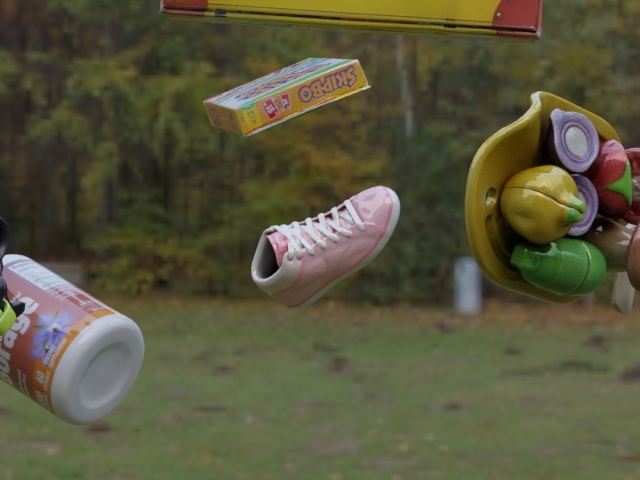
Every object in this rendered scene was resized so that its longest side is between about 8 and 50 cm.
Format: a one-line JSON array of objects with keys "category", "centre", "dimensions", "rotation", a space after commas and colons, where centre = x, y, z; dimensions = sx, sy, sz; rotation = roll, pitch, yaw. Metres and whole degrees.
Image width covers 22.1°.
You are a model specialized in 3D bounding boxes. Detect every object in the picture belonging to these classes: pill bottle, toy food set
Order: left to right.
[{"category": "pill bottle", "centre": [-0.293, 0.089, 1.661], "dimensions": [0.216, 0.121, 0.121], "rotation": [27, 14, 29]}, {"category": "toy food set", "centre": [0.183, -0.018, 1.054], "dimensions": [0.071, 0.128, 0.218], "rotation": [12, -2, 41]}]

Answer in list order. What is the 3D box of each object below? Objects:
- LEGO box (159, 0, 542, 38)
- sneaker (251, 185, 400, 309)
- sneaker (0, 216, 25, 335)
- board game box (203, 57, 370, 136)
[{"category": "LEGO box", "centre": [0.055, -0.465, 2.188], "dimensions": [0.500, 0.372, 0.193], "rotation": [5, 4, 3]}, {"category": "sneaker", "centre": [0.000, 0.000, 1.323], "dimensions": [0.134, 0.051, 0.070], "rotation": [-42, -40, 17]}, {"category": "sneaker", "centre": [-0.261, 0.014, 1.154], "dimensions": [0.097, 0.084, 0.235], "rotation": [-32, 40, -5]}, {"category": "board game box", "centre": [-0.037, -0.140, 1.580], "dimensions": [0.124, 0.039, 0.259], "rotation": [-23, 13, -8]}]
